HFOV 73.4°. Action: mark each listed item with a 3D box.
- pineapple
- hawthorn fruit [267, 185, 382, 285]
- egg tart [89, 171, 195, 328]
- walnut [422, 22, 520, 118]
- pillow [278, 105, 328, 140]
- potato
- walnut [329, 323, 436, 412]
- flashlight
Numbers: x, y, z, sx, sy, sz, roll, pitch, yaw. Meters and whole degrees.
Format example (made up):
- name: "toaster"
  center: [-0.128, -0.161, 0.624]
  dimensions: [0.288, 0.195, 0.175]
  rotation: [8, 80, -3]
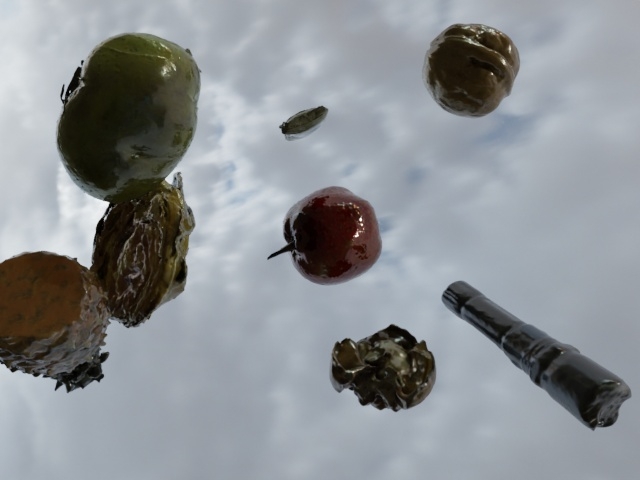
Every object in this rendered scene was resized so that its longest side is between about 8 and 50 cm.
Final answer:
- name: "pineapple"
  center: [-0.373, 0.143, 0.610]
  dimensions: [0.158, 0.158, 0.278]
  rotation: [41, -38, 20]
- name: "hawthorn fruit"
  center: [0.000, 0.000, 1.090]
  dimensions: [0.300, 0.254, 0.254]
  rotation: [-20, -104, -20]
- name: "egg tart"
  center: [-0.298, 0.013, 0.766]
  dimensions: [0.297, 0.132, 0.297]
  rotation: [-12, -108, 41]
- name: "walnut"
  center: [0.260, -0.298, 0.755]
  dimensions: [0.166, 0.149, 0.166]
  rotation: [0, -91, -2]
- name: "pillow"
  center: [-0.040, -0.283, 1.047]
  dimensions: [0.119, 0.208, 0.053]
  rotation: [-21, -81, 2]
- name: "potato"
  center: [-0.262, -0.162, 0.590]
  dimensions: [0.248, 0.169, 0.143]
  rotation: [-55, -141, 25]
- name: "walnut"
  center: [0.145, 0.303, 1.006]
  dimensions: [0.238, 0.204, 0.141]
  rotation: [14, -54, 17]
- name: "flashlight"
  center: [0.378, 0.192, 0.843]
  dimensions: [0.103, 0.103, 0.424]
  rotation: [-62, -155, 8]
